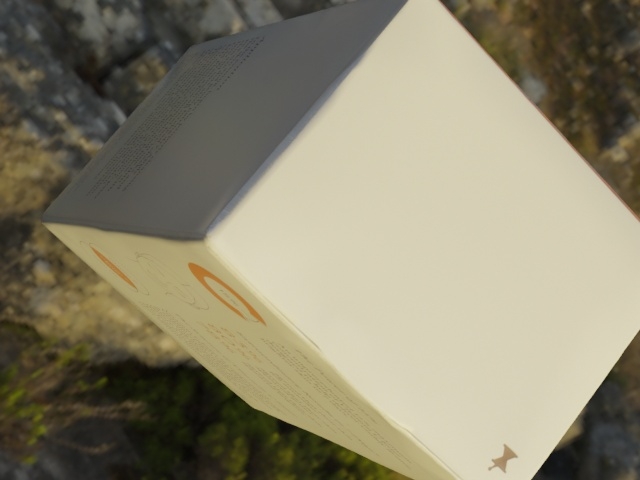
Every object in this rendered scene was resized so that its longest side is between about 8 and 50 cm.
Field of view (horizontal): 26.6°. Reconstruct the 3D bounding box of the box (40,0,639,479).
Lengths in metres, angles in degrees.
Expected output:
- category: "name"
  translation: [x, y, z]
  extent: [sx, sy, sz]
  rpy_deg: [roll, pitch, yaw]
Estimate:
- category: "box"
  translation: [0.000, 0.000, 0.801]
  extent: [0.215, 0.168, 0.345]
  rpy_deg: [44, -14, -20]
